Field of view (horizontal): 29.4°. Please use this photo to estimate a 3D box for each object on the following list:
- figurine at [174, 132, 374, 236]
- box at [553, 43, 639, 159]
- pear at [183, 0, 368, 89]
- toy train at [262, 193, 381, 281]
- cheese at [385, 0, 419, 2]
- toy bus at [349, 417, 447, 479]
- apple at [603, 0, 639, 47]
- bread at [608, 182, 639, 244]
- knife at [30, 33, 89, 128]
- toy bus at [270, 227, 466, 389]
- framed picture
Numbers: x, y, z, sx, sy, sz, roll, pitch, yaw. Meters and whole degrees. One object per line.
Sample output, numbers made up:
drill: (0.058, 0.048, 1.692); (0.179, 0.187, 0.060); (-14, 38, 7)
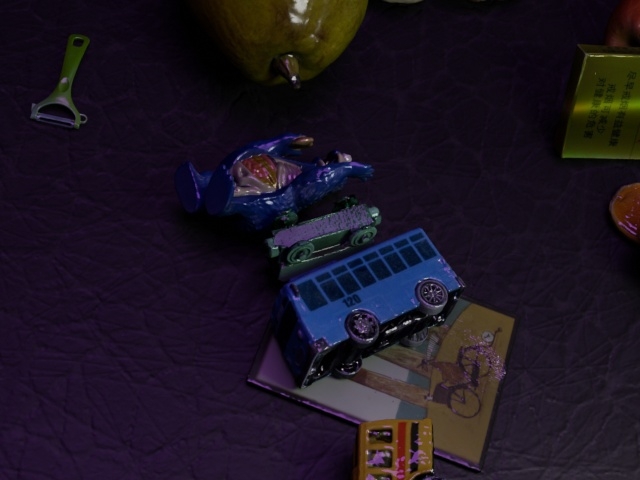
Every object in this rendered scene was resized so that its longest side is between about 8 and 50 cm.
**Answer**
figurine: (-0.062, -0.072, 1.655); (0.262, 0.120, 0.164); (-8, 24, -26)
box: (0.514, -0.202, 1.829); (0.311, 0.173, 0.043); (0, 32, -12)
pear: (-0.066, -0.373, 1.736); (0.287, 0.287, 0.375); (-4, 67, -15)
toy train: (0.000, 0.000, 1.614); (0.172, 0.099, 0.070); (-16, 59, -23)
cheese: (0.084, -0.565, 1.963); (0.351, 0.129, 0.328); (39, 45, -6)
toy bus: (0.091, 0.379, 1.417); (0.123, 0.121, 0.335); (4, 59, -1)
apple: (0.539, -0.316, 1.904); (0.199, 0.199, 0.199); (6, 59, -10)
bread: (0.477, -0.038, 1.807); (0.110, 0.024, 0.110); (6, 60, -10)
knife: (-0.354, -0.231, 1.728); (0.078, 0.022, 0.166); (15, 59, -10)
toy bus: (0.053, 0.085, 1.570); (0.234, 0.116, 0.133); (-22, 66, -26)
framed picture: (0.090, 0.143, 1.617); (0.324, 0.013, 0.244); (21, 57, -1)
